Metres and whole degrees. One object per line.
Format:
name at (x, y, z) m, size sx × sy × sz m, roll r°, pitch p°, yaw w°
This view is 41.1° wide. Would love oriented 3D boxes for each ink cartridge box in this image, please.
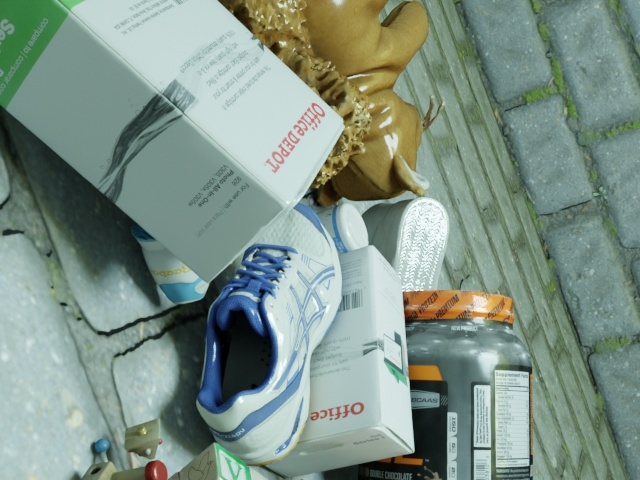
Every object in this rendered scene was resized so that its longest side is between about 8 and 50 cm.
ink cartridge box at (-0.138, -0.131, 0.755) m, size 0.289 × 0.121 × 0.211 m, roll 42°, pitch 30°, yaw -8°
ink cartridge box at (0.009, 0.135, 0.938) m, size 0.092 × 0.160 × 0.219 m, roll 47°, pitch 34°, yaw -46°

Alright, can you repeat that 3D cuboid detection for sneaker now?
sneaker at (0.084, 0.083, 1.202) m, size 0.108 × 0.169 × 0.292 m, roll 20°, pitch 85°, yaw -21°
sneaker at (-0.050, 0.068, 0.856) m, size 0.131 × 0.112 × 0.296 m, roll 64°, pitch 27°, yaw -53°
sneaker at (-0.124, -0.025, 0.886) m, size 0.228 × 0.088 × 0.092 m, roll -64°, pitch 145°, yaw -55°

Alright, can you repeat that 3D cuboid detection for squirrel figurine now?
squirrel figurine at (0.001, -0.200, 1.134) m, size 0.397 × 0.281 × 0.370 m, roll -43°, pitch 123°, yaw -49°

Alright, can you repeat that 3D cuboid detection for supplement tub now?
supplement tub at (0.000, 0.000, 1.086) m, size 0.071 × 0.107 × 0.071 m, roll 47°, pitch 32°, yaw -42°
supplement tub at (0.149, 0.236, 1.019) m, size 0.207 × 0.207 × 0.337 m, roll 22°, pitch 67°, yaw -60°

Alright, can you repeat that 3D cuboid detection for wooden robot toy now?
wooden robot toy at (-0.152, 0.217, 0.647) m, size 0.173 × 0.076 × 0.079 m, roll -62°, pitch 139°, yaw -59°

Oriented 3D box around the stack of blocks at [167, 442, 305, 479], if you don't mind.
stack of blocks at (-0.019, 0.304, 0.751) m, size 0.297 × 0.087 × 0.171 m, roll 43°, pitch 12°, yaw -29°
